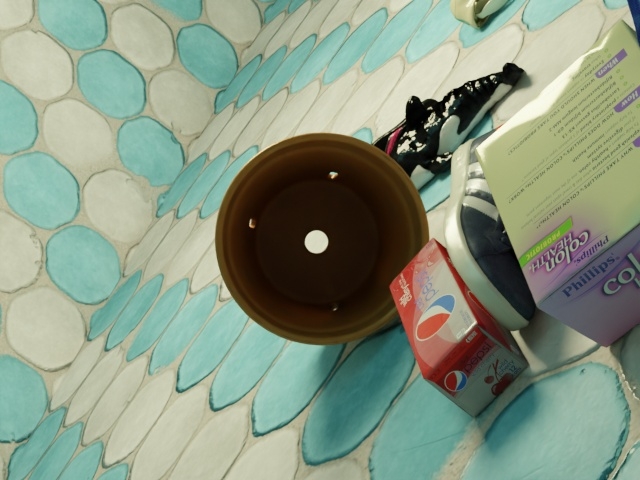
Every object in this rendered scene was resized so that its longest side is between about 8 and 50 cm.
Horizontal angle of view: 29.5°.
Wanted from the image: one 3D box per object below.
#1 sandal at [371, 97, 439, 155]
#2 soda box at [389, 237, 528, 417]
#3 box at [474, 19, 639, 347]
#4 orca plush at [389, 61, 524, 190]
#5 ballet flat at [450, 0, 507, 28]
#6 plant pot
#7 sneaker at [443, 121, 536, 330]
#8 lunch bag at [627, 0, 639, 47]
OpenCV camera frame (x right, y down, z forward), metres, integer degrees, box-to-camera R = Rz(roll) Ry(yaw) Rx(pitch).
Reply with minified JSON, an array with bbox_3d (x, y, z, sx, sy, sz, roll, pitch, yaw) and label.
[{"bbox_3d":[0.138,-0.161,2.015,0.179,0.067,0.040,-46,30,8],"label":"sandal"},{"bbox_3d":[0.156,0.095,1.435,0.092,0.083,0.263,-48,19,12],"label":"soda box"},{"bbox_3d":[0.297,-0.059,1.227,0.213,0.117,0.243,-43,37,25],"label":"box"},{"bbox_3d":[0.182,-0.188,1.888,0.287,0.102,0.151,-41,21,31],"label":"orca plush"},{"bbox_3d":[0.333,-0.474,2.138,0.248,0.086,0.086,-48,18,15],"label":"ballet flat"},{"bbox_3d":[0.000,0.000,1.740,0.291,0.291,0.203,-52,0,-2],"label":"plant pot"},{"bbox_3d":[0.239,-0.042,1.438,0.148,0.131,0.350,-32,30,24],"label":"sneaker"},{"bbox_3d":[0.460,-0.283,1.217,0.221,0.138,0.293,-22,-12,38],"label":"lunch bag"}]
